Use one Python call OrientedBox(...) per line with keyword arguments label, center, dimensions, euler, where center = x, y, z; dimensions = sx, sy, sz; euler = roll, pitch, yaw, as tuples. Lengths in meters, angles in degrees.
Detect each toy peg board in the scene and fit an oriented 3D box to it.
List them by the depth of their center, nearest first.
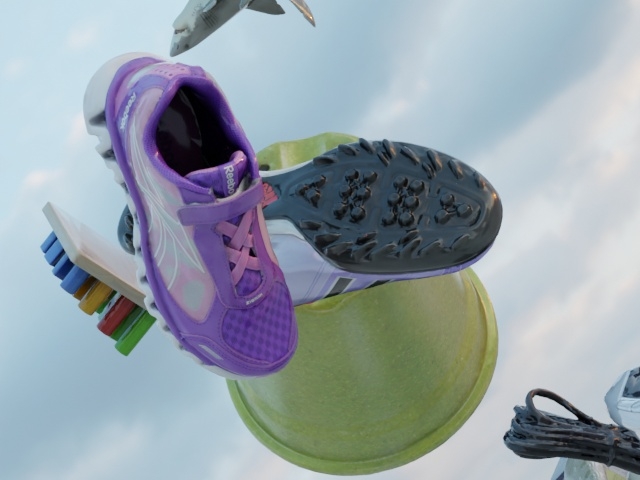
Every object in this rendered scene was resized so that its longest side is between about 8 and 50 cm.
OrientedBox(label="toy peg board", center=(-0.261, 0.052, 1.669), dimensions=(0.161, 0.161, 0.079), euler=(36, -85, -32))

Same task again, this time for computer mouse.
OrientedBox(label="computer mouse", center=(0.141, 0.074, 0.551), dimensions=(0.193, 0.106, 0.042), euler=(109, -178, -73))

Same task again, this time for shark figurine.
OrientedBox(label="shark figurine", center=(-0.084, -0.326, 1.910), dimensions=(0.278, 0.116, 0.166), euler=(-9, 55, 56))

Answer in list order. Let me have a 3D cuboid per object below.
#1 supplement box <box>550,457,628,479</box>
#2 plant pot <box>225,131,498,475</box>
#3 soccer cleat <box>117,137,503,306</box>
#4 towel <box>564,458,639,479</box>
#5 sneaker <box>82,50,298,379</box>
OrientedBox(label="supplement box", center=(0.304, 0.254, 1.559), dimensions=(0.056, 0.083, 0.083), euler=(-61, -6, -26))
OrientedBox(label="plant pot", center=(0.016, 0.042, 1.322), dimensions=(0.276, 0.276, 0.254), euler=(-40, -30, -12))
OrientedBox(label="soccer cleat", center=(0.000, 0.000, 1.074), dimensions=(0.116, 0.318, 0.108), euler=(51, -133, -45))
OrientedBox(label="towel", center=(0.212, 0.326, 0.937), dimensions=(0.324, 0.056, 0.312), euler=(-105, 14, -74))
OrientedBox(label="sneaker", center=(-0.072, -0.016, 0.938), dimensions=(0.095, 0.236, 0.104), euler=(-28, 11, -30))
